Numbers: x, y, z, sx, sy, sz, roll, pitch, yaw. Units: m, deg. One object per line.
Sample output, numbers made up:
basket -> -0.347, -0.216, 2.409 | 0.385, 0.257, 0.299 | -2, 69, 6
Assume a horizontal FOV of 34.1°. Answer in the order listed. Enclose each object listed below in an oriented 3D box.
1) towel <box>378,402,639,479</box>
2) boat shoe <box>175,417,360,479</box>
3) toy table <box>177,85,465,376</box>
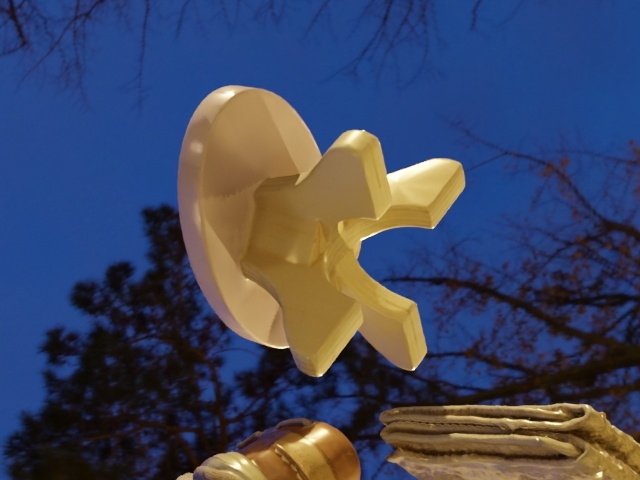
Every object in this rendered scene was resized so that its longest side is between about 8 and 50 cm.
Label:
towel -> 0.186, 0.193, 0.772 | 0.282, 0.187, 0.049 | 36, -120, -34
boat shoe -> -0.039, 0.214, 0.849 | 0.116, 0.324, 0.123 | -29, -96, -19
toy table -> 0.000, 0.000, 0.916 | 0.252, 0.160, 0.274 | -58, -37, -24
